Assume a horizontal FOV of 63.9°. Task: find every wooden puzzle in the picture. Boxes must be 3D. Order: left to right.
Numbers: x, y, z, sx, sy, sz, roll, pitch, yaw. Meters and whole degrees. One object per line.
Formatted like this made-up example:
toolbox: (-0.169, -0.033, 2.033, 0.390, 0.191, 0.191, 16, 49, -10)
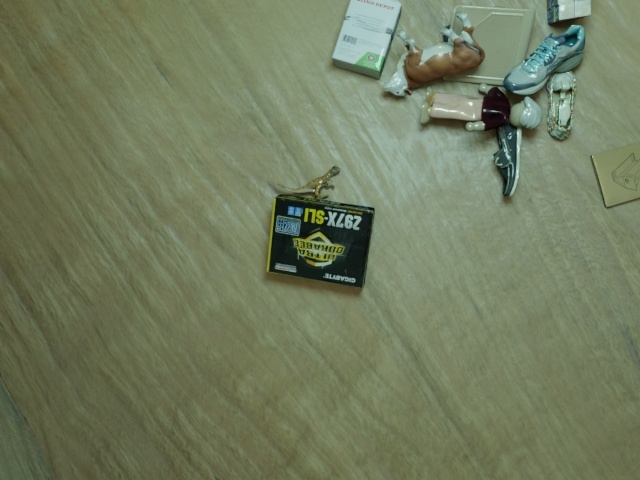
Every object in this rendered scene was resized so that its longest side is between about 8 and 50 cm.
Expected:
wooden puzzle: (0.505, -0.590, 1.556, 0.239, 0.044, 0.220, 6, 122, 7)

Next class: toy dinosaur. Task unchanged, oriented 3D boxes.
toy dinosaur: (-0.025, -0.174, 1.689, 0.212, 0.064, 0.112, -24, 75, -1)

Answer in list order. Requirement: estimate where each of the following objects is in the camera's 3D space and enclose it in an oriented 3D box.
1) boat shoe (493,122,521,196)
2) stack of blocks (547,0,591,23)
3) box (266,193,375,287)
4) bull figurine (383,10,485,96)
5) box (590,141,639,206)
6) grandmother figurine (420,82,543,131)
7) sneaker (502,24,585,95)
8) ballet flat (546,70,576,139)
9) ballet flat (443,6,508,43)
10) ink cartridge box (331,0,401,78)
boat shoe: (0.566, -0.247, 1.570, 0.079, 0.084, 0.233, 3, 84, 7)
stack of blocks: (0.707, -0.783, 1.451, 0.087, 0.171, 0.297, -4, 107, 12)
box: (0.000, 0.000, 1.651, 0.322, 0.079, 0.257, 10, 103, 9)
bull figurine: (0.323, -0.545, 1.531, 0.311, 0.188, 0.101, -12, 49, 22)
box: (0.937, -0.206, 1.541, 0.201, 0.021, 0.164, -16, 89, 9)
grandmother figurine: (0.489, -0.396, 1.548, 0.343, 0.104, 0.207, 12, 68, 18)
sneaker: (0.644, -0.531, 1.485, 0.283, 0.122, 0.110, -34, 58, -10)
ballet flat: (0.730, -0.428, 1.541, 0.091, 0.077, 0.240, -3, 90, 9)
ballet flat: (0.472, -0.679, 1.582, 0.203, 0.074, 0.074, -24, 88, 15)
ink cartridge box: (0.148, -0.649, 1.622, 0.160, 0.092, 0.219, 20, 94, 8)
